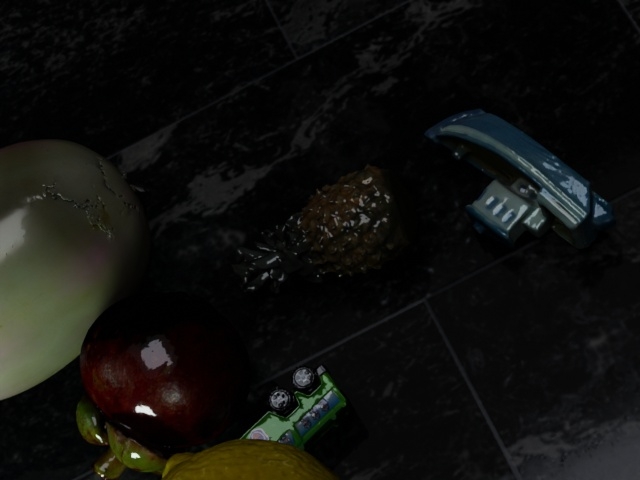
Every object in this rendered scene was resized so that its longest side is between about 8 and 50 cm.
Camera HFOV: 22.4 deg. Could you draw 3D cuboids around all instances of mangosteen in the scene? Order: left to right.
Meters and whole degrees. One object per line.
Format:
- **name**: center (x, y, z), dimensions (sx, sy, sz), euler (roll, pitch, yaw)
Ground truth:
- **mangosteen**: center (-0.159, 0.146, 1.565), dimensions (0.199, 0.200, 0.200), euler (-6, 64, 13)

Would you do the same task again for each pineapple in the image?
- **pineapple**: center (0.000, 0.000, 1.643), dimensions (0.197, 0.108, 0.108), euler (-26, 60, 18)

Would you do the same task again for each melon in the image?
- **melon**: center (-0.315, 0.031, 1.636), dimensions (0.317, 0.223, 0.223), euler (-36, 61, -4)

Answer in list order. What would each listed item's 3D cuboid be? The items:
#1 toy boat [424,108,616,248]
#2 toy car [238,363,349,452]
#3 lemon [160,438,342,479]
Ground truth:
- **toy boat**: center (0.187, -0.052, 1.614), dimensions (0.102, 0.088, 0.215), euler (-47, 64, -5)
- **toy car**: center (-0.043, 0.192, 1.574), dimensions (0.165, 0.071, 0.062), euler (-43, 76, -7)
- **lemon**: center (-0.058, 0.293, 1.438), dimensions (0.228, 0.228, 0.254), euler (-21, 67, 5)
